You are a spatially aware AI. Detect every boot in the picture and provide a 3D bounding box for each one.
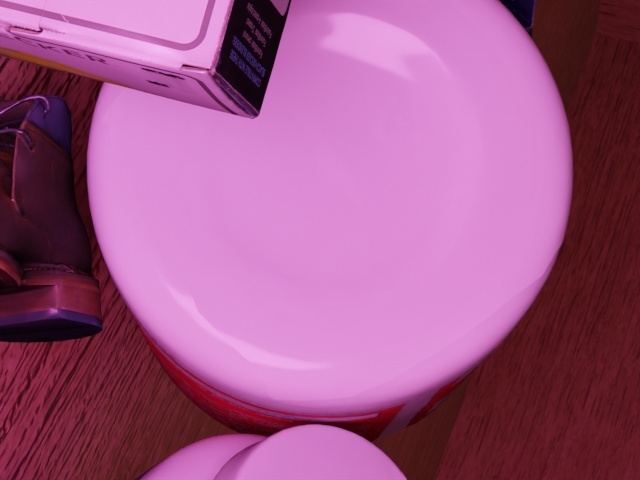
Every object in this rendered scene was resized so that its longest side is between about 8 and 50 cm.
[{"bbox_3d":[-0.157,-0.024,0.743,0.219,0.082,0.106,47,38,-72],"label":"boot"}]

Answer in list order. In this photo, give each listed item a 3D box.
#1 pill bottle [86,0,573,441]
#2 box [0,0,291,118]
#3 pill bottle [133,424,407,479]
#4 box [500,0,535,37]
[{"bbox_3d":[0.000,0.000,0.981,0.407,0.229,0.229,99,8,-79],"label":"pill bottle"},{"bbox_3d":[-0.071,-0.206,0.641,0.087,0.169,0.289,39,65,-79],"label":"box"},{"bbox_3d":[-0.060,0.191,0.917,0.272,0.152,0.152,-38,-158,50],"label":"pill bottle"},{"bbox_3d":[0.088,-0.097,1.136,0.136,0.037,0.225,-130,-145,-51],"label":"box"}]
